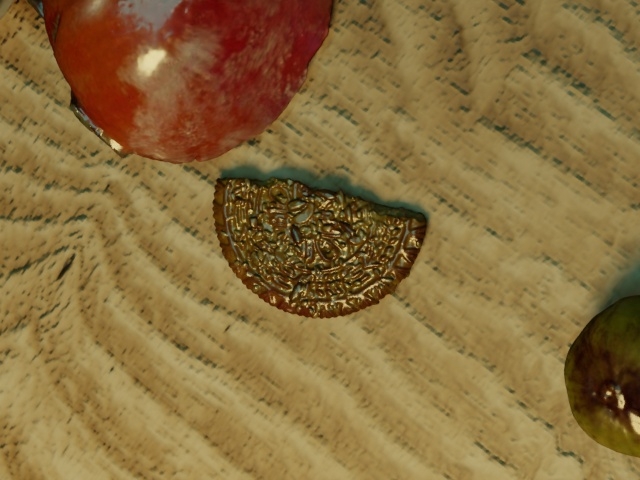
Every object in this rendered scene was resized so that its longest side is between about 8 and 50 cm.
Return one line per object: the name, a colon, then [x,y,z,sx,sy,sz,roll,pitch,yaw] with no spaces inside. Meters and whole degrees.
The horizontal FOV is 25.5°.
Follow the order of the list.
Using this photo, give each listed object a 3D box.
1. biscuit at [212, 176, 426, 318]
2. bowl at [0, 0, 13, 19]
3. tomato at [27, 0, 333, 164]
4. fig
biscuit: [-0.009,0.010,1.311,0.206,0.025,0.126,11,98,15]
bowl: [-0.358,-0.280,1.290,0.287,0.144,0.286,-25,56,45]
tomato: [-0.133,-0.222,1.252,0.309,0.170,0.308,2,96,16]
fig: [0.282,0.115,1.189,0.153,0.121,0.135,5,100,15]
